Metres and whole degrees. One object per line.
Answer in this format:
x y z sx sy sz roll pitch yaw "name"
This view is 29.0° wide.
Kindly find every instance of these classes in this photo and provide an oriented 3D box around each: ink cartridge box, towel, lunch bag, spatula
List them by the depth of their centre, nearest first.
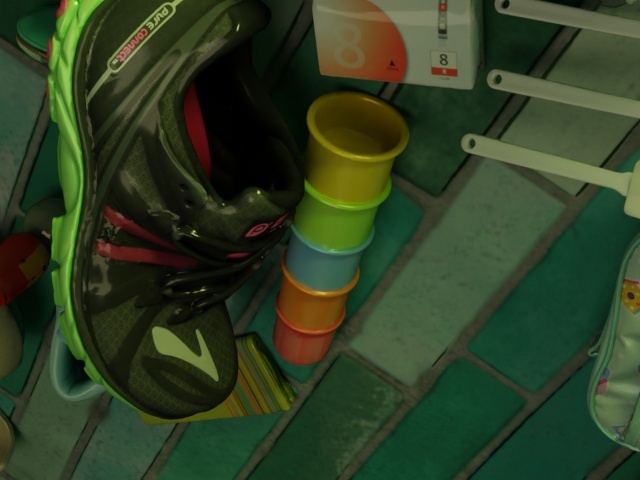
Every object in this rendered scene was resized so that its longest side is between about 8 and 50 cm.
0.228 -0.112 0.972 0.242 0.019 0.168 20 106 36 "spatula"
0.062 -0.217 1.035 0.145 0.045 0.179 9 131 23 "ink cartridge box"
0.350 0.091 1.071 0.224 0.108 0.279 17 131 17 "lunch bag"
-0.144 0.167 1.471 0.237 0.021 0.102 -12 113 36 "towel"

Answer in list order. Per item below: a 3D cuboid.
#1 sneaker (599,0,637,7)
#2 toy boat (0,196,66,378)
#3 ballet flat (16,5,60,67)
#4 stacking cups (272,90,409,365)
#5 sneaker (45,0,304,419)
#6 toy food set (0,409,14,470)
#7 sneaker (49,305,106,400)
0.089 -0.243 0.901 0.178 0.124 0.295 -42 93 14 "sneaker"
-0.402 0.037 1.439 0.318 0.148 0.267 -15 119 44 "toy boat"
-0.192 -0.180 1.193 0.221 0.077 0.079 5 146 25 "ballet flat"
0.000 0.000 1.213 0.096 0.096 0.316 27 136 8 "stacking cups"
-0.119 -0.015 1.100 0.202 0.185 0.483 17 130 22 "sneaker"
-0.587 0.215 1.702 0.220 0.092 0.306 -20 113 38 "toy food set"
-0.205 0.053 1.322 0.135 0.150 0.366 28 134 5 "sneaker"
